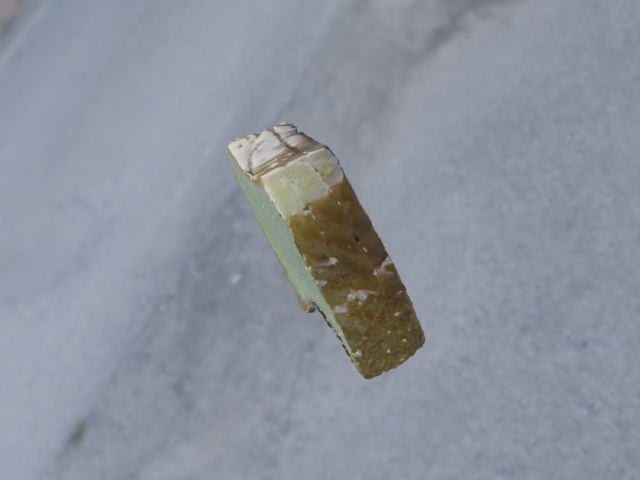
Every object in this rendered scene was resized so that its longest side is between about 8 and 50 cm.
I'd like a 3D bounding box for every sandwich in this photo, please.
[{"bbox_3d":[0.000,0.000,1.056,0.065,0.186,0.214,-29,21,-6],"label":"sandwich"}]
